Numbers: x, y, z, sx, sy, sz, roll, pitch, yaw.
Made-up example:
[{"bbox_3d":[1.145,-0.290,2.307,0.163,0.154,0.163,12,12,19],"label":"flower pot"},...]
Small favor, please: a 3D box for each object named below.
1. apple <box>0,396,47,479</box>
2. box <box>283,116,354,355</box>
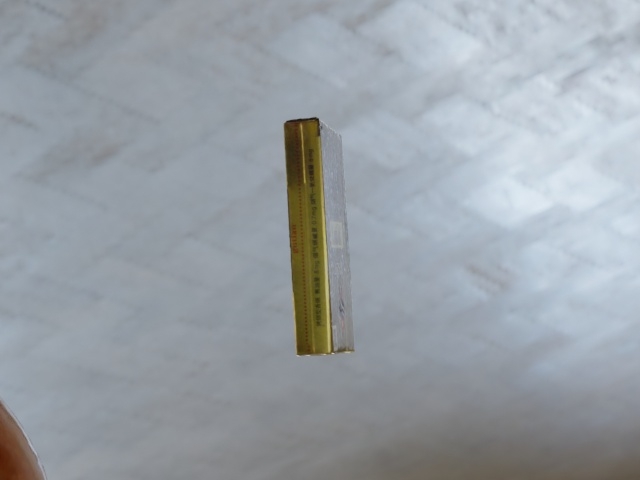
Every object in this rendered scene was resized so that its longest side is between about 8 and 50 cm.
[{"bbox_3d":[-0.207,0.113,0.604,0.254,0.253,0.253,-16,152,-9],"label":"apple"},{"bbox_3d":[0.000,0.000,1.040,0.023,0.133,0.090,-4,178,11],"label":"box"}]
